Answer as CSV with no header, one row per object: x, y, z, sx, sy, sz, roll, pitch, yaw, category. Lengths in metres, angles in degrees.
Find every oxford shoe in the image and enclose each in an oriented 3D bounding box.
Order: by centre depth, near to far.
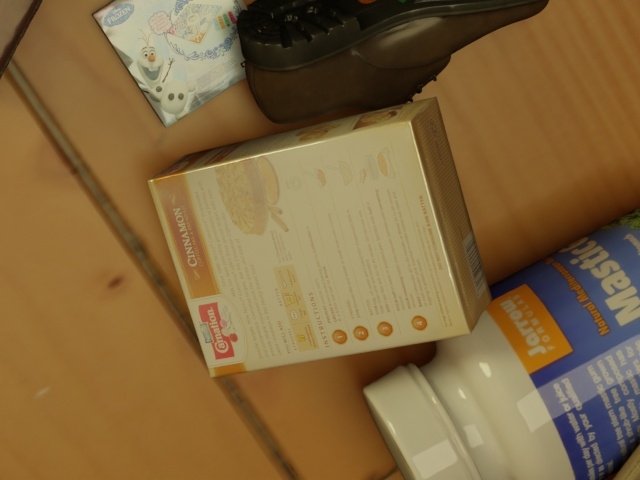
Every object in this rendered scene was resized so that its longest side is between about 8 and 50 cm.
0.055,-0.137,1.048,0.227,0.083,0.096,-18,130,-12,oxford shoe

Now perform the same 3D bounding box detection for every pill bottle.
0.172,0.085,1.060,0.272,0.152,0.152,-27,104,-6,pill bottle

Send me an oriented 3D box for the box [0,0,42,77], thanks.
-0.199,-0.287,0.933,0.191,0.143,0.381,28,95,-14,box

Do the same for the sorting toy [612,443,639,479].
0.240,0.241,1.099,0.229,0.041,0.307,9,123,-36,sorting toy

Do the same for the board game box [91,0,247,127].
-0.090,-0.137,1.039,0.090,0.020,0.090,-33,106,-4,board game box

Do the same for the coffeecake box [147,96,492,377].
0.000,0.000,1.015,0.185,0.068,0.142,-11,104,22,coffeecake box
